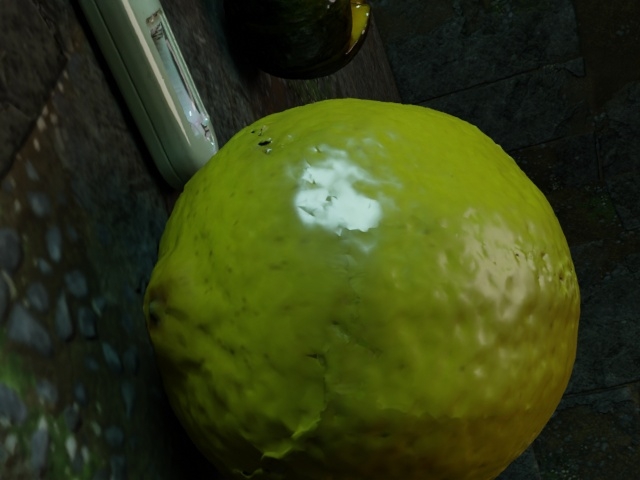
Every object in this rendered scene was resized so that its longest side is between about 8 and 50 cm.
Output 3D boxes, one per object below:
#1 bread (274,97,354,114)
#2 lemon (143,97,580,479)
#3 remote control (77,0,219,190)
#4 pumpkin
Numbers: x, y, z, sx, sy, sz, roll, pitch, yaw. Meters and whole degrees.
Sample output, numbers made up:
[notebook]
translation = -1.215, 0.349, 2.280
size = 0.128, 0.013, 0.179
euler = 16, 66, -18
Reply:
[bread]
translation = 0.000, 0.000, 0.737
size = 0.184, 0.110, 0.234
euler = -179, -108, -76
[lemon]
translation = 0.028, 0.043, 0.513
size = 0.293, 0.293, 0.293
euler = -14, 90, -77
[remote control]
translation = -0.127, -0.139, 0.570
size = 0.078, 0.042, 0.221
euler = -78, 151, -61
[pumpkin]
translation = -0.034, -0.296, 0.889
size = 0.238, 0.159, 0.238
euler = -3, 90, -70
